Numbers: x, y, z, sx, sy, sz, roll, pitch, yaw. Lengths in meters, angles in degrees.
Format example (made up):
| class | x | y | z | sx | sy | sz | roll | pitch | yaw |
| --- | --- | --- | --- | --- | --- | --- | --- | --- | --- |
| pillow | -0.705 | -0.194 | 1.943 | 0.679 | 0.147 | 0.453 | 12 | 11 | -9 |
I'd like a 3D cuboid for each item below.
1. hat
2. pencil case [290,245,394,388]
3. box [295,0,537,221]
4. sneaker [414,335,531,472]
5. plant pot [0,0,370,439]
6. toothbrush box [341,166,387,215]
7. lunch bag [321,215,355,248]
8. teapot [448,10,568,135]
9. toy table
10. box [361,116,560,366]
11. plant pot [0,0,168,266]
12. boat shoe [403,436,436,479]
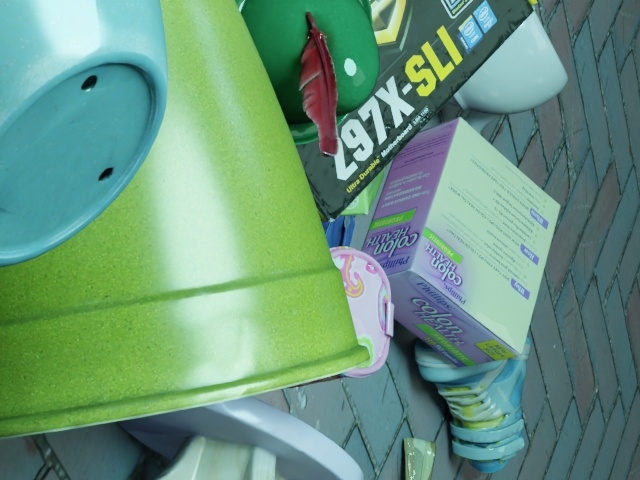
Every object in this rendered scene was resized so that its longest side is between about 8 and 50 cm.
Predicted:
| class | x | y | z | sx | sy | sz | roll | pitch | yaw |
| --- | --- | --- | --- | --- | --- | --- | --- | --- | --- |
| hat | 0.033 | -0.150 | 1.166 | 0.173 | 0.183 | 0.208 | 22 | 83 | -41 |
| pencil case | -0.059 | 0.084 | 1.304 | 0.124 | 0.284 | 0.124 | 12 | 71 | -39 |
| box | 0.030 | -0.217 | 1.321 | 0.322 | 0.079 | 0.257 | -46 | 123 | -17 |
| sneaker | 0.224 | 0.237 | 2.035 | 0.319 | 0.127 | 0.208 | 5 | 87 | -62 |
| plant pot | -0.171 | -0.055 | 1.051 | 0.366 | 0.366 | 0.353 | -6 | 87 | -62 |
| toothbrush box | -0.005 | -0.184 | 1.491 | 0.206 | 0.122 | 0.283 | -64 | 152 | -71 |
| lunch bag | 0.000 | 0.000 | 1.638 | 0.067 | 0.065 | 0.098 | 50 | 49 | -53 |
| teapot | 0.200 | -0.268 | 1.883 | 0.256 | 0.187 | 0.252 | 63 | 11 | -2 |
| toy table | -0.096 | 0.250 | 1.323 | 0.274 | 0.252 | 0.161 | 24 | 60 | -15 |
| box | 0.182 | 0.005 | 1.851 | 0.213 | 0.117 | 0.243 | 37 | 56 | -28 |
| plant pot | -0.193 | -0.097 | 0.722 | 0.290 | 0.195 | 0.290 | -41 | 159 | -19 |
| boat shoe | 0.124 | 0.350 | 1.950 | 0.056 | 0.048 | 0.153 | 37 | 65 | -85 |
